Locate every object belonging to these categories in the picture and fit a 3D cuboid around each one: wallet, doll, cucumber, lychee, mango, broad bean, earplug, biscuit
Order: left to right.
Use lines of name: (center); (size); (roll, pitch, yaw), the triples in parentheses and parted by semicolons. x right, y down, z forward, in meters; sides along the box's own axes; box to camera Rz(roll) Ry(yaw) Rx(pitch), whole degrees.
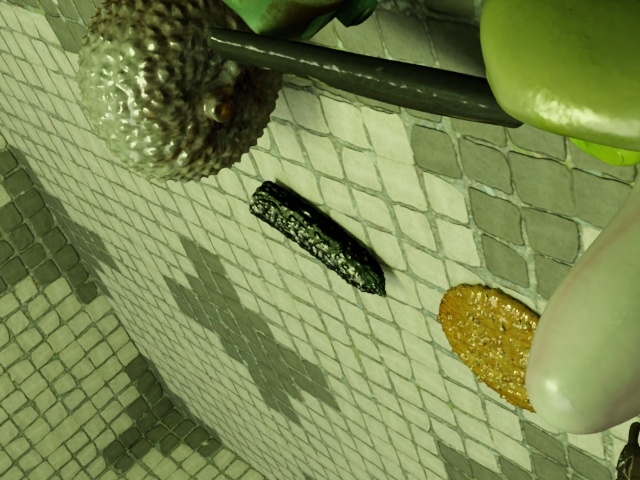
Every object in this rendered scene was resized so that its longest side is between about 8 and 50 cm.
lychee: (-0.198, -0.227, 1.191); (0.300, 0.300, 0.300); (38, 154, 22)
cucumber: (0.001, -0.001, 1.475); (0.300, 0.072, 0.072); (35, 153, 21)
wallet: (0.053, -0.167, 0.901); (0.321, 0.170, 0.044); (13, 105, 8)
biscuit: (0.274, 0.167, 1.312); (0.254, 0.035, 0.254); (37, 153, 23)
broad bean: (0.232, -0.157, 0.713); (0.263, 0.189, 0.121); (37, 160, 54)
mango: (0.281, -0.111, 0.857); (0.108, 0.056, 0.073); (15, 131, 57)
earplug: (0.292, 0.054, 0.785); (0.172, 0.301, 0.172); (37, 153, 22)
doll: (0.417, 0.289, 1.107); (0.057, 0.165, 0.139); (43, 151, 1)

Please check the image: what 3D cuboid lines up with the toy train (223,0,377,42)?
toy train: (-0.073, -0.354, 0.964); (0.326, 0.159, 0.129); (49, 158, -6)
